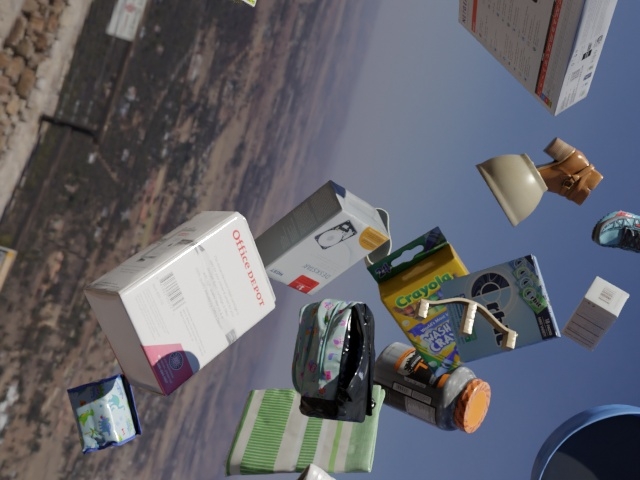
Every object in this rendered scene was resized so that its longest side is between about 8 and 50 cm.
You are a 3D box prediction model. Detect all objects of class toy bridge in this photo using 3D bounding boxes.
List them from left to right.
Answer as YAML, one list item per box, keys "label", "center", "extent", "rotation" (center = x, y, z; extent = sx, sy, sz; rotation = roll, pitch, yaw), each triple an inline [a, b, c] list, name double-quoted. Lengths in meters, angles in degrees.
- label: "toy bridge"
  center: [0.259, 0.137, 1.341]
  extent: [0.026, 0.188, 0.063]
  rotation: [119, -11, -64]

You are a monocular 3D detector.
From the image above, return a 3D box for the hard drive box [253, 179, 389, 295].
- label: "hard drive box"
  center: [0.000, 0.000, 1.636]
  extent: [0.232, 0.181, 0.089]
  rotation: [-37, -129, 22]

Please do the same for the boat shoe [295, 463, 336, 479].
- label: "boat shoe"
  center: [-0.089, 0.543, 1.492]
  extent: [0.277, 0.096, 0.098]
  rotation: [-45, -172, 0]

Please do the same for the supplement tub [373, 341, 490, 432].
- label: "supplement tub"
  center: [0.319, 0.431, 2.224]
  extent: [0.193, 0.315, 0.194]
  rotation: [-24, 122, -46]

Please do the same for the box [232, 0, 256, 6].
- label: "box"
  center: [-0.223, -0.472, 1.363]
  extent: [0.114, 0.206, 0.036]
  rotation: [6, 105, -62]

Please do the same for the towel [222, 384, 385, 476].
- label: "towel"
  center: [-0.033, 0.407, 1.644]
  extent: [0.248, 0.324, 0.038]
  rotation: [-71, 149, -55]

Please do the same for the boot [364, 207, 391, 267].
- label: "boot"
  center: [0.170, 0.036, 2.552]
  extent: [0.176, 0.088, 0.244]
  rotation: [113, -11, -47]

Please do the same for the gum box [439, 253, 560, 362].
- label: "gum box"
  center: [0.332, 0.129, 1.427]
  extent: [0.041, 0.184, 0.157]
  rotation: [19, 54, -61]

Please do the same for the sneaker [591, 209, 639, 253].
- label: "sneaker"
  center: [0.877, -0.014, 2.087]
  extent: [0.125, 0.261, 0.104]
  rotation: [-107, -163, -65]

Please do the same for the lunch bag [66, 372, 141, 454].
- label: "lunch bag"
  center: [-0.400, 0.325, 1.464]
  extent: [0.151, 0.096, 0.129]
  rotation: [25, 50, -81]

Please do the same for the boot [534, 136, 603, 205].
- label: "boot"
  center: [0.567, -0.132, 1.849]
  extent: [0.197, 0.152, 0.073]
  rotation: [-50, -178, 23]

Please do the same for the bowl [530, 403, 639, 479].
- label: "bowl"
  center: [0.664, 0.552, 1.733]
  extent: [0.077, 0.390, 0.391]
  rotation: [-108, -146, -76]

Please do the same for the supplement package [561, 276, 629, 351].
- label: "supplement package"
  center: [0.786, 0.212, 2.195]
  extent: [0.105, 0.105, 0.179]
  rotation: [-46, 159, -37]

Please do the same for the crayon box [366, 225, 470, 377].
- label: "crayon box"
  center: [0.279, 0.152, 1.822]
  extent: [0.203, 0.323, 0.083]
  rotation: [-31, -158, 13]

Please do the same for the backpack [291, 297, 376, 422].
- label: "backpack"
  center: [0.022, 0.178, 1.153]
  extent: [0.152, 0.115, 0.182]
  rotation: [41, 53, -68]

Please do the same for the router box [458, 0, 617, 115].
- label: "router box"
  center: [0.371, -0.432, 1.350]
  extent: [0.082, 0.301, 0.335]
  rotation: [-32, 154, -9]

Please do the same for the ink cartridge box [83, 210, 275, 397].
- label: "ink cartridge box"
  center: [-0.235, 0.101, 1.337]
  extent: [0.283, 0.117, 0.207]
  rotation: [-38, 120, -39]

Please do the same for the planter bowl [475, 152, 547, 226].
- label: "planter bowl"
  center: [0.430, -0.125, 1.688]
  extent: [0.109, 0.162, 0.162]
  rotation: [-32, -168, 13]
